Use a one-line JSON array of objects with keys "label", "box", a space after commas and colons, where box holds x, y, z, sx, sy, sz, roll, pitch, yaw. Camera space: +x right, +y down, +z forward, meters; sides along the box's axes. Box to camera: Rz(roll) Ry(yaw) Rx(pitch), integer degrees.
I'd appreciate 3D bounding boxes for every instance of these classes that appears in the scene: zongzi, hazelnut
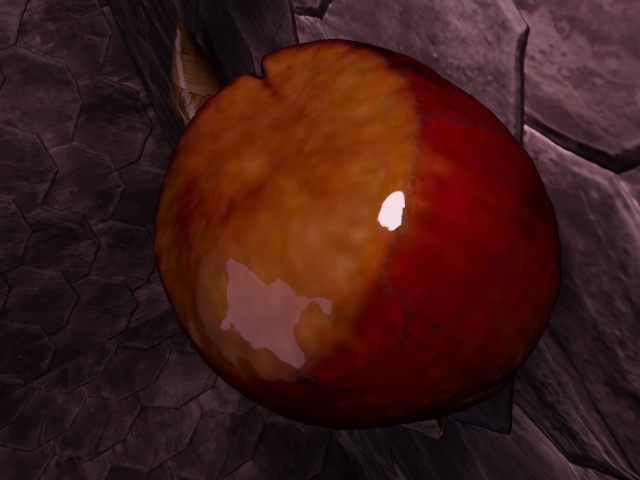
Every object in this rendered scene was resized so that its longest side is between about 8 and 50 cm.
[{"label": "zongzi", "box": [-0.274, -0.352, 1.479, 0.286, 0.134, 0.288, 51, 155, 14]}, {"label": "hazelnut", "box": [0.025, 0.005, 0.639, 0.429, 0.402, 0.402, 34, 151, 38]}]

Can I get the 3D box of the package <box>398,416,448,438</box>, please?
[{"label": "package", "box": [0.091, 0.186, 0.983, 0.311, 0.165, 0.221, 137, 146, -74]}]
